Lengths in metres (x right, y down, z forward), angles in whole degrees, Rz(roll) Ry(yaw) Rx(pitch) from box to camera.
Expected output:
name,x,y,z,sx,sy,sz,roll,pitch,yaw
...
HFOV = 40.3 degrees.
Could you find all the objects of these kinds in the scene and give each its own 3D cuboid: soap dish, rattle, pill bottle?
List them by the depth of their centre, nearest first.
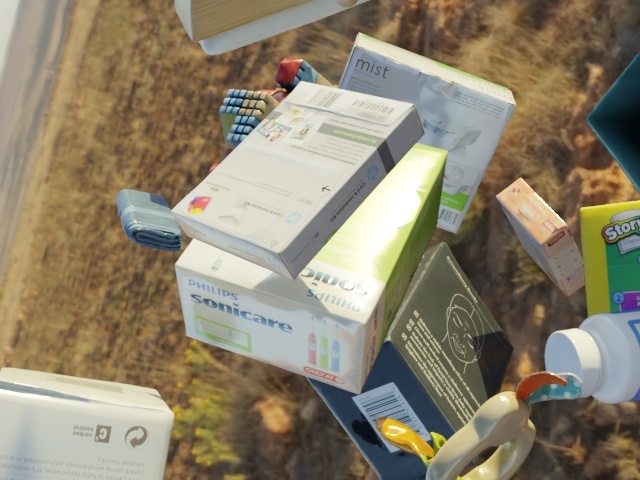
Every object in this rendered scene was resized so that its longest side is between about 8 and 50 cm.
name,x,y,z,sx,sy,sz,roll,pitch,yaw
rattle,0.156,0.167,0.882,0.142,0.130,0.199,-116,38,-53
soap dish,-0.054,-0.357,1.144,0.229,0.291,0.118,-121,10,-62
pill bottle,0.425,0.155,1.188,0.124,0.222,0.124,175,90,-75

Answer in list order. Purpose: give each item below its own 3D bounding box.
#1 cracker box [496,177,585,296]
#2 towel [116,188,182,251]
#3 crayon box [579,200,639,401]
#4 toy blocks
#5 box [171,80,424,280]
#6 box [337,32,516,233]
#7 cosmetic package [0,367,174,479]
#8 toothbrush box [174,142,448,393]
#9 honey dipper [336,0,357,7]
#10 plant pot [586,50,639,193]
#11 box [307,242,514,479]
name,x,y,z,sx,sy,sz,roll,pitch,yaw
cracker box,0.452,-0.004,1.757,0.067,0.232,0.155,-37,50,5
towel,-0.202,-0.023,1.017,0.029,0.067,0.119,-68,26,18
crayon box,0.595,0.085,1.323,0.363,0.106,0.313,-7,81,35
toy blocks,-0.083,-0.179,1.607,0.191,0.261,0.381,13,76,42
box,-0.020,-0.060,0.769,0.145,0.038,0.186,20,58,41
box,0.138,-0.171,1.384,0.126,0.262,0.231,-79,9,-67
cosmetic package,-0.233,0.309,0.718,0.217,0.156,0.384,157,124,-74
toothbrush box,0.000,0.000,0.969,0.122,0.206,0.283,91,-159,-44
honey dipper,0.004,-0.225,0.579,0.160,0.031,0.030,76,-174,-46
plant pot,0.522,-0.149,1.157,0.165,0.234,0.165,-58,37,36
box,0.193,0.239,1.740,0.212,0.293,0.395,-28,12,33
